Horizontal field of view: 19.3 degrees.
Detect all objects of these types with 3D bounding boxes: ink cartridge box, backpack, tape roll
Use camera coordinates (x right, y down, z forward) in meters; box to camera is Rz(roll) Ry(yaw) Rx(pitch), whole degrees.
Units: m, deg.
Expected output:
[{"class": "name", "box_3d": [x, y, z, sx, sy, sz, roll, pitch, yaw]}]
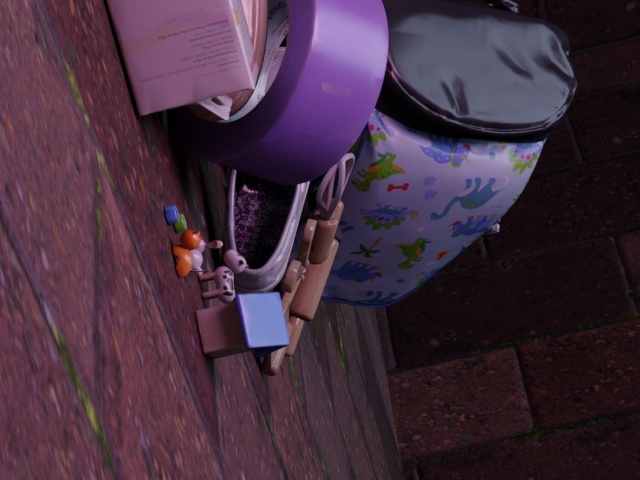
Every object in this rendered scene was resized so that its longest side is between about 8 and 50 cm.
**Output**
[{"class": "ink cartridge box", "box_3d": [-0.103, -0.160, 1.397, 0.092, 0.090, 0.143, -85, 162, -76]}, {"class": "backpack", "box_3d": [0.071, -0.089, 2.028, 0.355, 0.290, 0.273, -27, -118, 49]}, {"class": "tape roll", "box_3d": [-0.036, -0.145, 1.534, 0.080, 0.189, 0.189, 17, 49, -37]}]

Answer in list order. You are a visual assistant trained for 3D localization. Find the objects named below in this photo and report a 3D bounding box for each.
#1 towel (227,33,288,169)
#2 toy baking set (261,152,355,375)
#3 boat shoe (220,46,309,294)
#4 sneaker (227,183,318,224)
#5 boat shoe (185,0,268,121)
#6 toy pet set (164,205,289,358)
[{"class": "towel", "box_3d": [-0.071, -0.223, 1.812, 0.284, 0.121, 0.235, 71, 8, -55]}, {"class": "toy baking set", "box_3d": [-0.001, 0.003, 1.761, 0.197, 0.030, 0.256, 99, 10, -75]}, {"class": "boat shoe", "box_3d": [-0.040, -0.067, 1.642, 0.081, 0.079, 0.227, 113, -13, -76]}, {"class": "sneaker", "box_3d": [-0.038, -0.026, 1.848, 0.170, 0.089, 0.051, 70, 8, -58]}, {"class": "boat shoe", "box_3d": [-0.118, -0.242, 1.500, 0.098, 0.109, 0.302, 5, 73, -47]}, {"class": "toy pet set", "box_3d": [-0.067, 0.031, 1.447, 0.122, 0.065, 0.114, 56, 22, -77]}]
